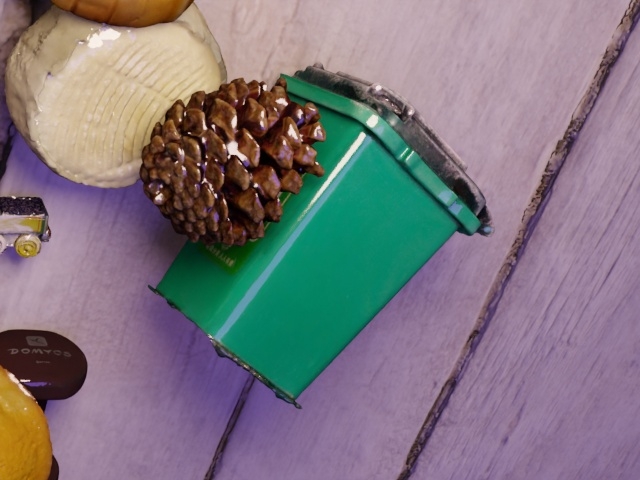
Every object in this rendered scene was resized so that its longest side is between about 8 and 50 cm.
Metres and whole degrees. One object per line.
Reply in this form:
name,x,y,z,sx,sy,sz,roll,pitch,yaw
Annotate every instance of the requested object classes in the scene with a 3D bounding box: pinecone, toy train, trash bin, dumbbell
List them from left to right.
toy train,-0.428,-0.025,1.404,0.202,0.060,0.081,2,119,-27
dumbbell,-0.402,0.239,1.546,0.140,0.124,0.225,6,117,-30
pinecone,-0.100,-0.093,1.293,0.204,0.184,0.179,-39,124,-40
trash bin,0.000,0.000,1.477,0.381,0.259,0.295,-51,125,-4

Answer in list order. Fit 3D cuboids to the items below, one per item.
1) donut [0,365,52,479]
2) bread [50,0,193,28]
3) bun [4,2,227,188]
donut,-0.482,0.272,1.445,0.278,0.108,0.277,6,112,14
bread,-0.221,-0.335,1.214,0.236,0.236,0.070,0,155,-28
bun,-0.243,-0.195,1.330,0.259,0.152,0.259,-20,138,-19
